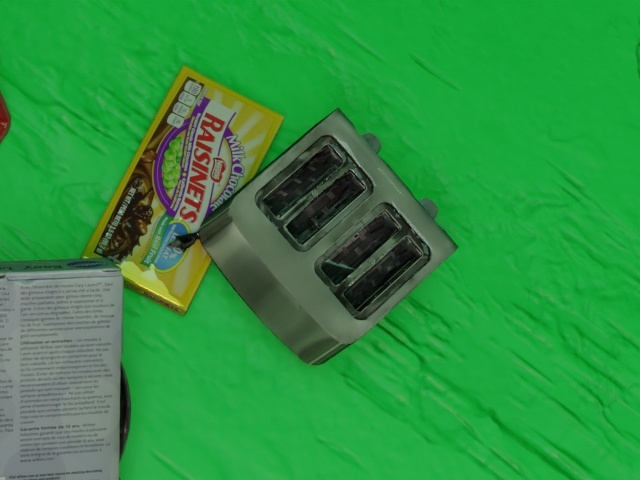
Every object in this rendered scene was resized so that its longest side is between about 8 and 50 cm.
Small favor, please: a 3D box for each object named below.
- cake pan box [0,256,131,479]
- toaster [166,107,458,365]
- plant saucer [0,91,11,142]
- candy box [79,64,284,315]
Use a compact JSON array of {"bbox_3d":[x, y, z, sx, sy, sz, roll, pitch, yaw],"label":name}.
[{"bbox_3d":[-0.280,0.139,1.564,0.267,0.070,0.246,-3,105,-17],"label":"cake pan box"},{"bbox_3d":[0.000,0.000,1.690,0.185,0.110,0.168,-41,91,-22],"label":"toaster"},{"bbox_3d":[-0.367,-0.102,1.590,0.047,0.259,0.258,12,52,23],"label":"plant saucer"},{"bbox_3d":[-0.121,-0.046,1.740,0.105,0.027,0.206,27,70,-5],"label":"candy box"}]
